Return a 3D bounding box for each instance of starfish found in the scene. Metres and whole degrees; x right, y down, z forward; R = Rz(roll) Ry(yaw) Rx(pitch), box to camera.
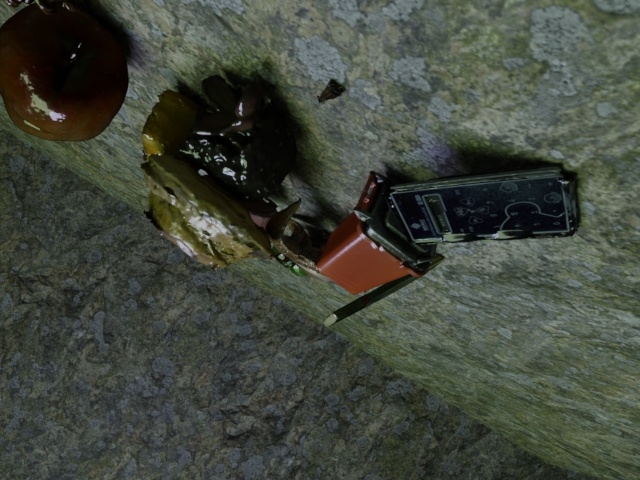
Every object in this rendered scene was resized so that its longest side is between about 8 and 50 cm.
[{"bbox_3d":[-0.006,0.010,1.377,0.384,0.132,0.398,25,176,18],"label":"starfish"}]

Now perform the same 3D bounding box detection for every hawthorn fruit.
[{"bbox_3d":[-0.528,-0.351,1.124,0.268,0.268,0.301,37,155,-19],"label":"hawthorn fruit"}]

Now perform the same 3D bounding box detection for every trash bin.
[{"bbox_3d":[0.096,-0.003,1.082,0.184,0.161,0.238,37,141,-15],"label":"trash bin"}]

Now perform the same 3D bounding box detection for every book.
[{"bbox_3d":[0.144,0.124,1.316,0.026,0.289,0.201,61,168,11],"label":"book"}]

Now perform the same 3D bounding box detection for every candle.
[{"bbox_3d":[-0.286,-0.091,1.486,0.317,0.131,0.287,16,-161,-18],"label":"candle"}]

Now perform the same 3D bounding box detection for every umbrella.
[{"bbox_3d":[0.014,-0.238,0.891,0.031,0.020,0.083,37,169,-18],"label":"umbrella"}]

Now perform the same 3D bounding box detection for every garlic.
[{"bbox_3d":[0.004,0.066,1.609,0.228,0.110,0.217,18,180,19],"label":"garlic"}]

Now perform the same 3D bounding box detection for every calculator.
[{"bbox_3d":[0.248,-0.047,0.853,0.274,0.028,0.166,-4,147,27],"label":"calculator"}]

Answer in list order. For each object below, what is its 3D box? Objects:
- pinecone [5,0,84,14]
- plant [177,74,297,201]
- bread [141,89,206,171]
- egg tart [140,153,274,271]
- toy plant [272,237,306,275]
[{"bbox_3d":[-0.429,-0.438,0.838,0.212,0.169,0.185,6,138,31],"label":"pinecone"},{"bbox_3d":[-0.158,-0.195,1.046,0.204,0.178,0.234,24,161,40],"label":"plant"},{"bbox_3d":[-0.318,-0.232,1.287,0.147,0.160,0.260,27,159,-5],"label":"bread"},{"bbox_3d":[-0.251,-0.045,1.172,0.352,0.150,0.352,38,176,3],"label":"egg tart"},{"bbox_3d":[-0.084,0.063,1.861,0.162,0.093,0.093,39,163,-33],"label":"toy plant"}]
